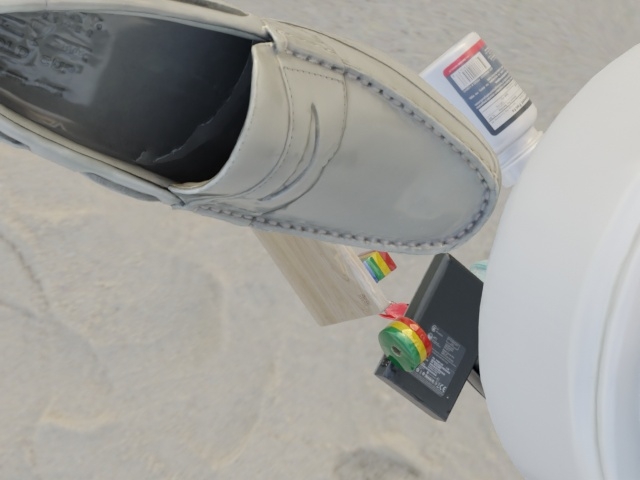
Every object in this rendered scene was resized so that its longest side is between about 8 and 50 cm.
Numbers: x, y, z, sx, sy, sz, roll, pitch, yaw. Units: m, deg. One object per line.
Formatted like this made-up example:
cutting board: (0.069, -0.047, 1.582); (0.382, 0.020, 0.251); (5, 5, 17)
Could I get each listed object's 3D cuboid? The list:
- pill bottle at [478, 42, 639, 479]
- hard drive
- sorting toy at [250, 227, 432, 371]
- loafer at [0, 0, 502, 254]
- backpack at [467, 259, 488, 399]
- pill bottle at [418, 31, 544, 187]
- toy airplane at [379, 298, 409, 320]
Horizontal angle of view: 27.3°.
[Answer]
pill bottle: (0.209, 0.057, 0.280); (0.204, 0.361, 0.204); (-10, 111, -29)
hard drive: (0.115, 0.091, 1.248); (0.094, 0.022, 0.135); (38, 72, -32)
sorting toy: (0.000, 0.000, 1.205); (0.046, 0.132, 0.274); (-38, 98, -26)
loafer: (-0.045, -0.053, 0.604); (0.319, 0.111, 0.112); (17, 113, -26)
backpack: (0.245, 0.120, 1.402); (0.253, 0.225, 0.191); (34, 85, 1)
pill bottle: (0.206, -0.160, 1.646); (0.108, 0.108, 0.180); (-38, 94, 15)
toy airplane: (0.125, 0.104, 1.572); (0.151, 0.151, 0.028); (30, 92, 8)
